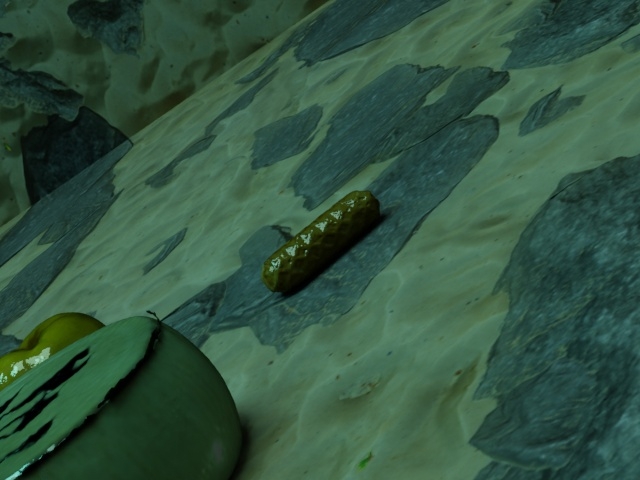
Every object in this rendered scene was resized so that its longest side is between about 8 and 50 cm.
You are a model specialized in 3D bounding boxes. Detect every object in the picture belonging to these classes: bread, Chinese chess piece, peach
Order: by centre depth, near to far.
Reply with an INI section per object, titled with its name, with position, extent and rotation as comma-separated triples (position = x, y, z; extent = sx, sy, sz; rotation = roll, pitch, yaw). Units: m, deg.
[Chinese chess piece]
position = -0.238, 0.211, 1.565
extent = 0.349, 0.146, 0.349
rotation = -32, 15, 9
[bread]
position = 0.000, 0.000, 1.895
extent = 0.157, 0.044, 0.052
rotation = -39, 9, -17
[peach]
position = -0.310, 0.153, 1.992
extent = 0.179, 0.103, 0.179
rotation = -31, 12, 7
